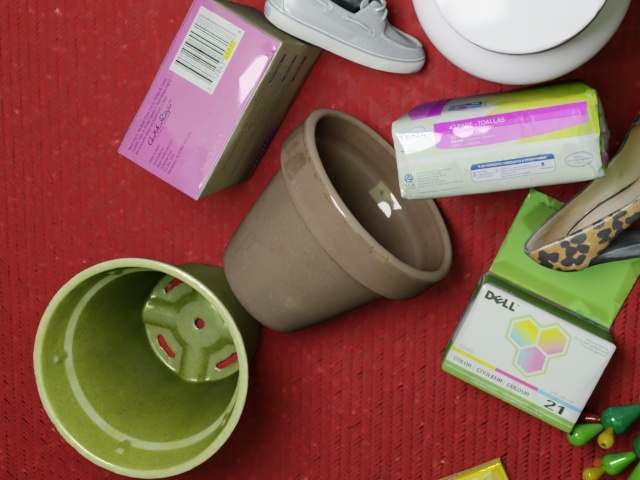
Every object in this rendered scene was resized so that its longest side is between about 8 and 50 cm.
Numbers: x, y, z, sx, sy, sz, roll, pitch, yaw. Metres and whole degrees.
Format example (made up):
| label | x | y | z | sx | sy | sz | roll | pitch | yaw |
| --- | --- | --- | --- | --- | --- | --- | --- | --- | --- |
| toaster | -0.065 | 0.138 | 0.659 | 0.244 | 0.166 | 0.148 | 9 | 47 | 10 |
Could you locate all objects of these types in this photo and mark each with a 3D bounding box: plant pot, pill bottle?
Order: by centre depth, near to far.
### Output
| label | x | y | z | sx | sy | sz | roll | pitch | yaw |
| --- | --- | --- | --- | --- | --- | --- | --- | --- | --- |
| pill bottle | 0.219 | -0.285 | 1.073 | 0.229 | 0.408 | 0.229 | 2 | 99 | 11 |
| plant pot | 0.000 | 0.000 | 1.256 | 0.229 | 0.263 | 0.263 | -37 | 90 | 26 |
| plant pot | -0.195 | 0.139 | 1.306 | 0.276 | 0.254 | 0.276 | 2 | 99 | 12 |

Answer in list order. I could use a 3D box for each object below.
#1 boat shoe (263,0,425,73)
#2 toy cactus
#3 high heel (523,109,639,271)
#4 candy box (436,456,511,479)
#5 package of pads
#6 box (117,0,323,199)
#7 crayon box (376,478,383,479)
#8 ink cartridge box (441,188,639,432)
| label | x | y | z | sx | sy | sz | roll | pitch | yaw |
| --- | --- | --- | --- | --- | --- | --- | --- | --- | --- |
| boat shoe | 0.044 | -0.278 | 1.235 | 0.227 | 0.079 | 0.081 | 15 | 123 | -23 |
| toy cactus | 0.439 | 0.249 | 1.289 | 0.219 | 0.112 | 0.180 | 14 | 83 | 11 |
| high heel | 0.345 | -0.077 | 1.184 | 0.186 | 0.093 | 0.261 | -7 | 121 | -11 |
| candy box | 0.246 | 0.416 | 1.379 | 0.105 | 0.027 | 0.206 | -24 | 94 | 11 |
| package of pads | 0.217 | -0.126 | 1.157 | 0.229 | 0.296 | 0.101 | -7 | 101 | 12 |
| box | -0.119 | -0.183 | 1.243 | 0.117 | 0.243 | 0.213 | 32 | 104 | 5 |
| crayon box | -0.003 | 0.475 | 1.411 | 0.278 | 0.081 | 0.165 | -25 | 94 | 14 |
| ink cartridge box | 0.297 | 0.087 | 1.279 | 0.189 | 0.097 | 0.255 | 26 | 104 | 7 |
